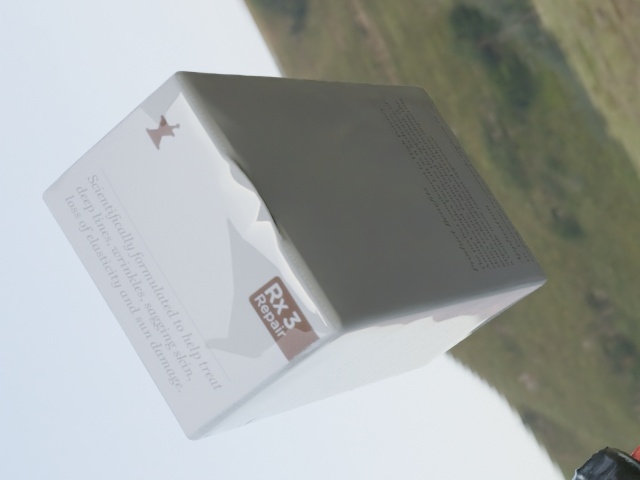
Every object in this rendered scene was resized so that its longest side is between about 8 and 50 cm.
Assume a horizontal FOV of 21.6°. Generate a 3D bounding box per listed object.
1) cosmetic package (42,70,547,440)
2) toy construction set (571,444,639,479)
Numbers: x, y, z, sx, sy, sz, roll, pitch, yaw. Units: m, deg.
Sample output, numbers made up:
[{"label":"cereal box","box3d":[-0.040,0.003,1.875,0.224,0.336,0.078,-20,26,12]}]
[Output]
[{"label":"cosmetic package","box3d":[0.000,0.000,0.701,0.117,0.085,0.231,58,-155,13]},{"label":"toy construction set","box3d":[0.143,0.185,0.530,0.328,0.151,0.215,19,157,41]}]
